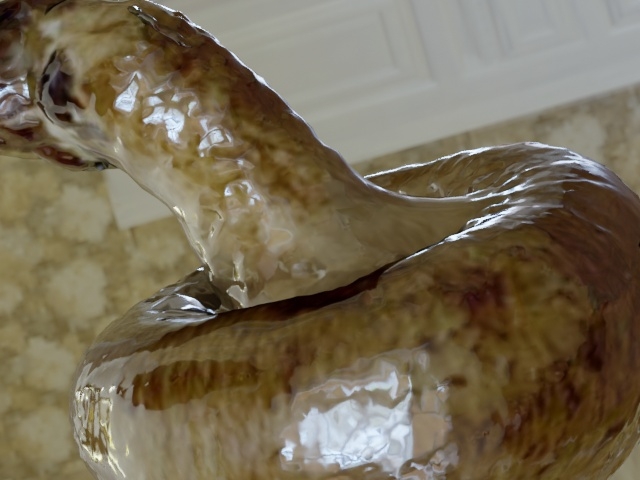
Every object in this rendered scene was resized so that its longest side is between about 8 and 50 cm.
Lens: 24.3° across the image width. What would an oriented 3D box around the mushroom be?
[{"bbox_3d":[0.014,0.005,0.805,0.331,0.334,0.356,-1,-100,-53],"label":"mushroom"}]
